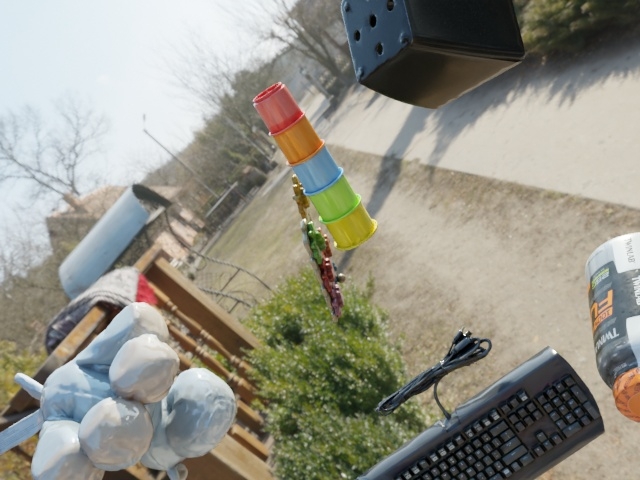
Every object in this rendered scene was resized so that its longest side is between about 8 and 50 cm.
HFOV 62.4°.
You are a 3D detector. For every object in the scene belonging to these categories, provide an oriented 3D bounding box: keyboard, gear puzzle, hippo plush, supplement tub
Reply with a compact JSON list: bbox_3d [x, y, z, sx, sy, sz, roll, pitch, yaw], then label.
[{"bbox_3d":[0.174,0.241,0.664,0.317,0.201,0.033,-38,-5,8],"label":"keyboard"},{"bbox_3d":[0.000,0.000,1.104,0.044,0.339,0.175,-15,37,7],"label":"gear puzzle"},{"bbox_3d":[-0.248,0.260,0.718,0.294,0.236,0.234,-33,37,15],"label":"hippo plush"},{"bbox_3d":[0.637,0.165,1.019,0.207,0.207,0.338,-37,24,42],"label":"supplement tub"}]

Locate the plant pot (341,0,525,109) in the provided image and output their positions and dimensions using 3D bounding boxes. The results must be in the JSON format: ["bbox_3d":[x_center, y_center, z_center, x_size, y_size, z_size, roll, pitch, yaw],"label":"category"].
[{"bbox_3d":[0.139,-0.304,0.742,0.167,0.188,0.187,-9,-5,-30],"label":"plant pot"}]

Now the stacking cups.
[{"bbox_3d":[-0.009,-0.133,0.954,0.096,0.316,0.096,-28,21,11],"label":"stacking cups"}]
